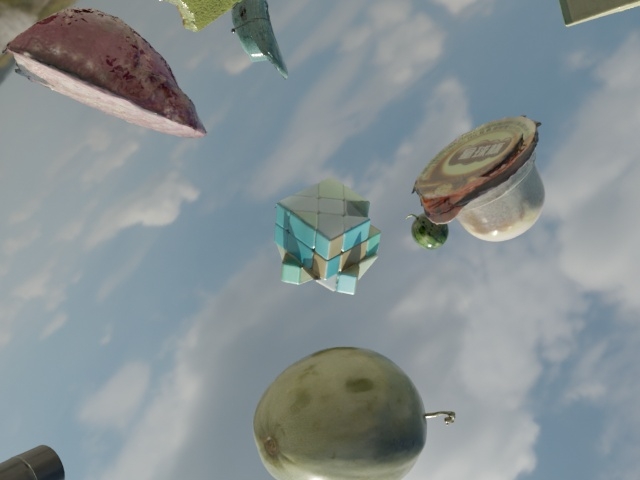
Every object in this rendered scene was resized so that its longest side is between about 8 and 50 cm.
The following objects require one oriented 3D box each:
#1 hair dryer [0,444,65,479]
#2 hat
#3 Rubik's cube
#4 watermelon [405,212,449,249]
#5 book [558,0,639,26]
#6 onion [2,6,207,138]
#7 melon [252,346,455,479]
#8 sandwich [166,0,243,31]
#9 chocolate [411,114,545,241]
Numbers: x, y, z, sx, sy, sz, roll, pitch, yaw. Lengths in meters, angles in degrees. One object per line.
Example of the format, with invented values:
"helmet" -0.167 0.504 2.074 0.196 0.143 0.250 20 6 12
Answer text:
"hair dryer" -0.435 0.405 1.230 0.071 0.219 0.124 22 -156 29
"hat" -0.115 -0.362 1.505 0.077 0.191 0.138 -15 -174 4
"Rubik's cube" 0.000 0.000 2.015 0.224 0.213 0.265 -27 -131 -34
"watermelon" 0.276 -0.029 2.201 0.109 0.109 0.109 -40 -156 21
"book" 0.426 -0.481 1.273 0.214 0.283 0.025 -12 -176 27
"onion" -0.243 -0.212 1.069 0.250 0.247 0.111 -175 -75 -75
"melon" 0.036 0.300 1.435 0.271 0.308 0.272 -15 -119 29
"sandwich" -0.236 -0.557 1.927 0.063 0.245 0.212 33 -83 37
"chocolate" 0.257 -0.070 1.292 0.221 0.147 0.221 -30 -162 11
